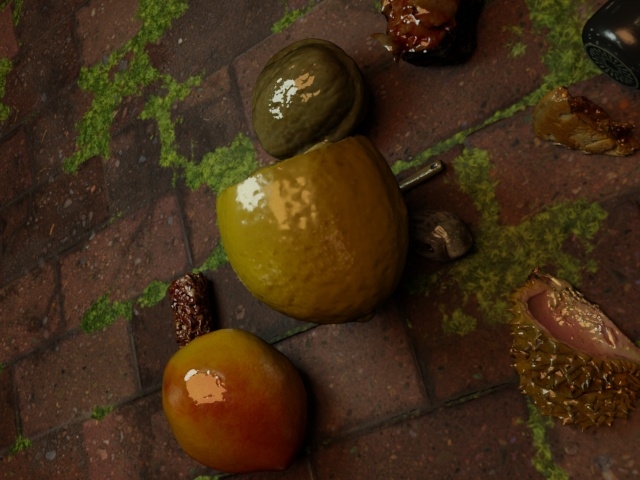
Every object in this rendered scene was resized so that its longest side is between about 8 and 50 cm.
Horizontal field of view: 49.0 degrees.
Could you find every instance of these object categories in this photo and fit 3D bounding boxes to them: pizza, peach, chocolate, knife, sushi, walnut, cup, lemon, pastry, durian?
[{"bbox_3d":[0.487,-0.213,1.269,0.194,0.154,0.069,25,73,8],"label":"pizza"},{"bbox_3d":[-0.172,0.341,1.470,0.308,0.289,0.289,41,103,38],"label":"peach"},{"bbox_3d":[0.194,-0.021,1.411,0.248,0.110,0.110,19,91,34],"label":"chocolate"},{"bbox_3d":[0.136,-0.101,1.514,0.298,0.017,0.047,-30,64,28],"label":"knife"},{"bbox_3d":[0.224,-0.511,1.445,0.196,0.182,0.343,9,83,40],"label":"sushi"},{"bbox_3d":[-0.030,-0.302,1.534,0.283,0.227,0.282,1,92,29],"label":"walnut"},{"bbox_3d":[0.582,-0.348,1.211,0.223,0.169,0.176,40,96,-4],"label":"cup"},{"bbox_3d":[0.000,0.000,1.299,0.364,0.364,0.364,-7,77,31],"label":"lemon"},{"bbox_3d":[-0.308,0.178,1.690,0.097,0.115,0.208,-16,70,16],"label":"pastry"},{"bbox_3d":[0.425,0.221,1.223,0.305,0.185,0.195,40,126,23],"label":"durian"}]
